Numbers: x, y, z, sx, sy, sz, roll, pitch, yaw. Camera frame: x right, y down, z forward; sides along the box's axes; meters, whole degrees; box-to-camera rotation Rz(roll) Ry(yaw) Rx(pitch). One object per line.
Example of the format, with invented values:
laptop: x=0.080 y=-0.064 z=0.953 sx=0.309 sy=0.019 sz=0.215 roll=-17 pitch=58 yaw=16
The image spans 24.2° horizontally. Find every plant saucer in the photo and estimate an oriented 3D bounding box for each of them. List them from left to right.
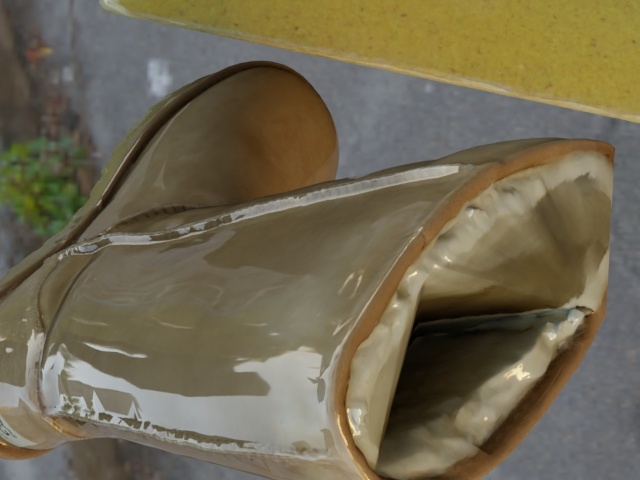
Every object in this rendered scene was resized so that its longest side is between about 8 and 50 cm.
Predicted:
plant saucer: x=0.075 y=-0.121 z=0.753 sx=0.333 sy=0.332 sz=0.081 roll=-101 pitch=23 yaw=-81

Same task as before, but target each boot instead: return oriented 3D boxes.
boot: x=0.000 y=0.000 z=0.527 sx=0.269 sy=0.236 sz=0.089 roll=-10 pitch=124 yaw=52
